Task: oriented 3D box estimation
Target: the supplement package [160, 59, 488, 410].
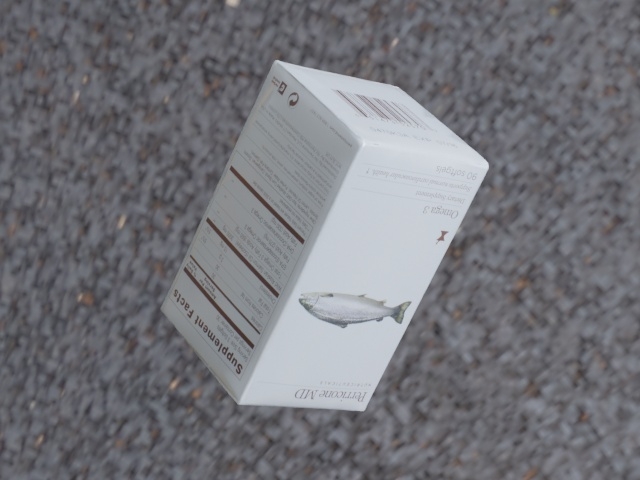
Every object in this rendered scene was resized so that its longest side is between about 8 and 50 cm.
[{"bbox_3d":[0.000,0.000,1.075,0.105,0.179,0.105,7,27,-41],"label":"supplement package"}]
